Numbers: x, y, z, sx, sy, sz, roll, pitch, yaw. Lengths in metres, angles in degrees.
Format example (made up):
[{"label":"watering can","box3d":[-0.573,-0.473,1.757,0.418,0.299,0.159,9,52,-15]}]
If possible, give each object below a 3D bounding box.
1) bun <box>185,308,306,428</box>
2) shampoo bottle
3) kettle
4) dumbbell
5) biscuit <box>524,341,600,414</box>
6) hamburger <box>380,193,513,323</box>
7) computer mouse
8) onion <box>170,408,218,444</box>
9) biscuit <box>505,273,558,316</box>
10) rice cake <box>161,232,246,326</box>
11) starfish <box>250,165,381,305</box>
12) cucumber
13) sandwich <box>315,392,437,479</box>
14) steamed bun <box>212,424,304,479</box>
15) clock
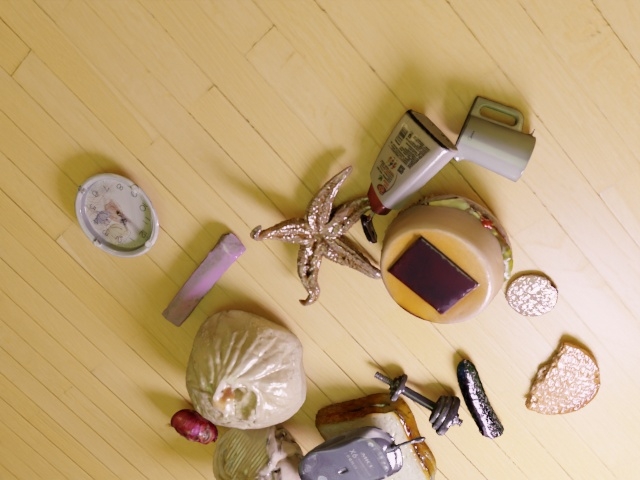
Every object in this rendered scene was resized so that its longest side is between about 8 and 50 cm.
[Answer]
[{"label":"bun","box3d":[-0.207,0.365,1.749,0.352,0.227,0.349,-20,113,27]},{"label":"shampoo bottle","box3d":[0.165,-0.128,1.419,0.153,0.071,0.284,57,130,35]},{"label":"kettle","box3d":[0.356,-0.202,1.348,0.147,0.098,0.127,24,127,6]},{"label":"dumbbell","box3d":[0.254,0.409,1.718,0.254,0.110,0.110,30,122,7]},{"label":"biscuit","box3d":[0.603,0.346,1.615,0.144,0.033,0.224,18,122,4]},{"label":"hamburger","box3d":[0.274,0.043,1.465,0.301,0.170,0.302,13,124,19]},{"label":"computer mouse","box3d":[0.109,0.566,1.740,0.379,0.090,0.167,-26,102,21]},{"label":"onion","box3d":[-0.361,0.527,1.966,0.150,0.140,0.150,22,165,6]},{"label":"biscuit","box3d":[0.490,0.128,1.537,0.120,0.015,0.120,7,120,12]},{"label":"rice cake","box3d":[-0.316,0.111,1.740,0.072,0.056,0.365,40,121,-5]},{"label":"starfish","box3d":[-0.003,-0.005,1.558,0.326,0.094,0.376,1,117,-7]},{"label":"cucumber","box3d":[0.397,0.401,1.692,0.067,0.067,0.245,-19,109,25]},{"label":"sandwich","box3d":[0.158,0.568,1.831,0.271,0.099,0.301,-19,108,21]},{"label":"steamed bun","box3d":[-0.168,0.677,1.924,0.280,0.268,0.207,-13,149,37]},{"label":"clock","box3d":[-0.516,-0.070,1.699,0.236,0.053,0.237,6,118,11]}]
